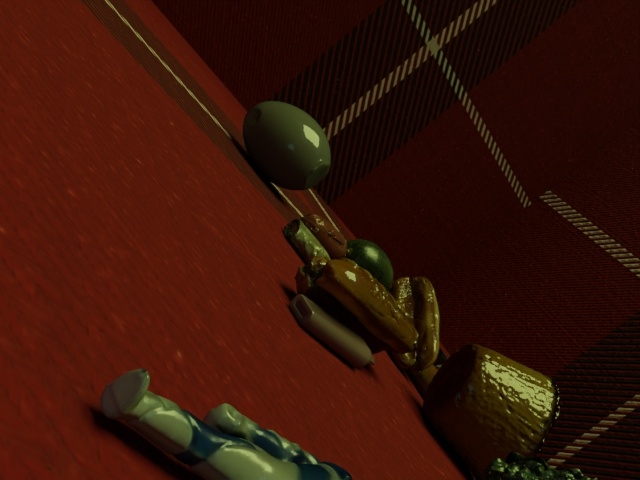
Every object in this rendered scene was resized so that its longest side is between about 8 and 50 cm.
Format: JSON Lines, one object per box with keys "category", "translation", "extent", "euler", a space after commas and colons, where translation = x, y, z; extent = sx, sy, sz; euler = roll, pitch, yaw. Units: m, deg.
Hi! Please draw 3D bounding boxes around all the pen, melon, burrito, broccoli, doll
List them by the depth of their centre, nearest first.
{"category": "doll", "translation": [-0.011, 0.135, 0.359], "extent": [0.227, 0.057, 0.114], "euler": [43, 5, -45]}
{"category": "broccoli", "translation": [0.296, 0.405, 0.864], "extent": [0.165, 0.145, 0.304], "euler": [-8, -62, 50]}
{"category": "pen", "translation": [0.024, 0.124, 0.898], "extent": [0.197, 0.032, 0.053], "euler": [42, 9, -47]}
{"category": "burrito", "translation": [-0.018, 0.016, 1.240], "extent": [0.149, 0.041, 0.055], "euler": [52, 3, 19]}
{"category": "melon", "translation": [0.086, 0.060, 1.445], "extent": [0.167, 0.114, 0.114], "euler": [49, 5, -48]}

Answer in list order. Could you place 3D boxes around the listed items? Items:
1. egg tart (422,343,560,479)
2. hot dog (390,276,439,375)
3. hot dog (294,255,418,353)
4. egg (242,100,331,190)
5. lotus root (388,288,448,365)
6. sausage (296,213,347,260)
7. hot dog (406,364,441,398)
{"category": "egg tart", "translation": [0.277, 0.280, 1.167], "extent": [0.171, 0.215, 0.215], "euler": [36, 7, -7]}
{"category": "hot dog", "translation": [0.189, 0.166, 1.417], "extent": [0.249, 0.100, 0.068], "euler": [-83, 167, -50]}
{"category": "hot dog", "translation": [0.052, 0.097, 0.968], "extent": [0.269, 0.115, 0.072], "euler": [48, 39, -52]}
{"category": "egg", "translation": [-0.082, -0.224, 1.626], "extent": [0.232, 0.176, 0.176], "euler": [50, 5, 9]}
{"category": "lotus root", "translation": [0.194, 0.208, 1.573], "extent": [0.203, 0.078, 0.183], "euler": [52, 0, 14]}
{"category": "sausage", "translation": [0.000, 0.000, 1.334], "extent": [0.141, 0.076, 0.076], "euler": [47, 6, -49]}
{"category": "hot dog", "translation": [0.232, 0.294, 1.361], "extent": [0.092, 0.062, 0.236], "euler": [42, 9, -40]}
